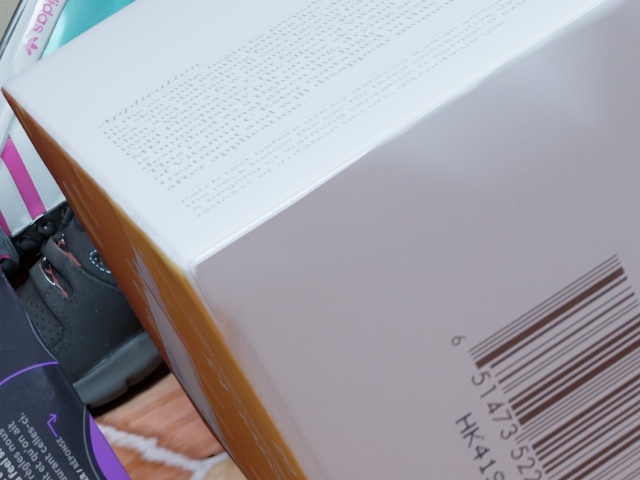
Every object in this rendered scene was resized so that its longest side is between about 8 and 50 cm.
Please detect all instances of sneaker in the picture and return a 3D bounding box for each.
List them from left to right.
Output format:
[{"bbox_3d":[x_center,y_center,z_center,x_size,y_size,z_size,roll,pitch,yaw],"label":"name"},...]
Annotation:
[{"bbox_3d":[-0.152,-0.022,1.034,0.296,0.178,0.124,-67,14,-2],"label":"sneaker"},{"bbox_3d":[-0.096,-0.019,0.915,0.340,0.140,0.125,-35,20,13],"label":"sneaker"}]

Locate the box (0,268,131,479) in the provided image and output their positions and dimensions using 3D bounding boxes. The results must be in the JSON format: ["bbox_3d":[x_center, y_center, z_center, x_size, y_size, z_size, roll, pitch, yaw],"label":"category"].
[{"bbox_3d":[-0.232,0.148,0.699,0.143,0.165,0.270,-1,34,49],"label":"box"}]

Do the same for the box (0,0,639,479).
[{"bbox_3d":[0.022,0.009,0.630,0.168,0.215,0.345,-32,21,-9],"label":"box"}]

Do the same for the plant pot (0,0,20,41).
[{"bbox_3d":[-0.239,-0.102,1.174,0.190,0.284,0.284,-10,22,0],"label":"plant pot"}]
